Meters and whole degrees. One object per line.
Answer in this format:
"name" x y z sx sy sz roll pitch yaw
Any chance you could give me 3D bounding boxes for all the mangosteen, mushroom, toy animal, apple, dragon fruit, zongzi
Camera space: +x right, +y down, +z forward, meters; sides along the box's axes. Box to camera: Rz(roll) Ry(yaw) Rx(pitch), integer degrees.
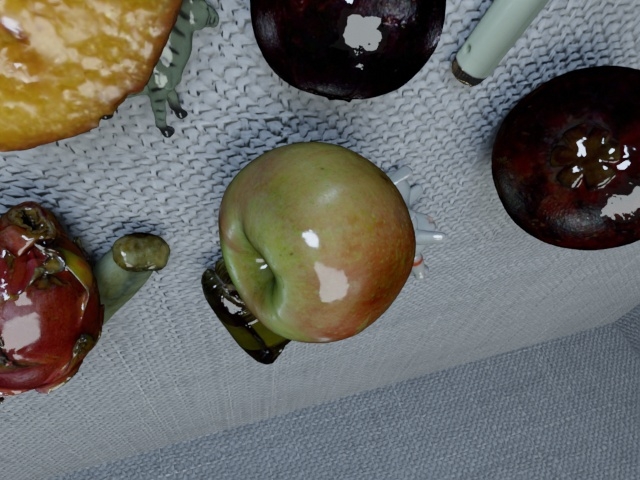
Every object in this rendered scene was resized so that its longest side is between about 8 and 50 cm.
"mangosteen" 0.033 -0.271 0.464 0.211 0.211 0.250 -1 111 -26
"mangosteen" 0.469 -0.136 0.792 0.306 0.306 0.359 -43 161 30
"mushroom" -0.390 0.081 0.838 0.100 0.081 0.312 21 133 -41
"toy animal" 0.181 -0.030 0.928 0.138 0.140 0.282 -27 144 26
"apple" 0.000 0.000 0.719 0.277 0.319 0.319 -23 153 -32
"toy animal" -0.221 -0.203 0.523 0.217 0.073 0.176 -7 139 -11
"dragon fruit" -0.444 0.099 0.676 0.250 0.250 0.315 7 147 -35
"zongzi" -0.076 0.097 0.999 0.317 0.154 0.289 -34 146 -15

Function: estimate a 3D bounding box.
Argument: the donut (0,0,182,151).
"donut" -0.267 -0.289 0.295 0.377 0.163 0.435 -25 145 4

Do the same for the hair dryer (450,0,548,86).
"hair dryer" 0.276 -0.330 0.573 0.203 0.128 0.362 -3 151 -24
